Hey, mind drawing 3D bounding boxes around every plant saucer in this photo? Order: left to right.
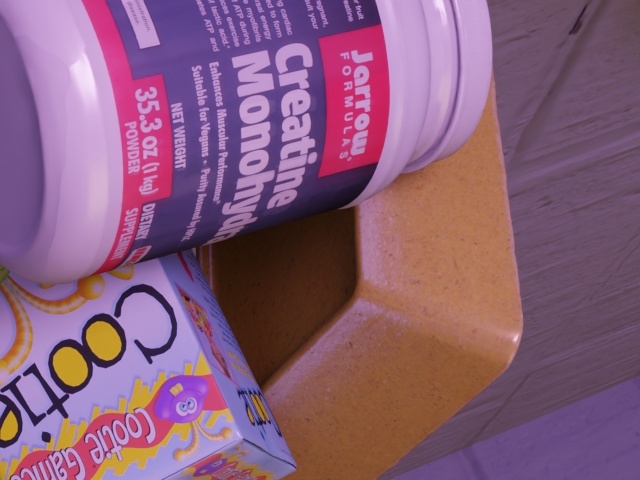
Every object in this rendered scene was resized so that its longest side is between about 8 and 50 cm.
[{"bbox_3d":[0.000,0.000,1.299,0.081,0.333,0.333,13,144,-25],"label":"plant saucer"}]

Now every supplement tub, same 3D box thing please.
[{"bbox_3d":[-0.063,-0.095,1.070,0.272,0.191,0.191,-16,159,-30],"label":"supplement tub"}]

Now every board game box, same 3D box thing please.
[{"bbox_3d":[-0.148,0.042,1.198,0.142,0.275,0.144,-28,162,5],"label":"board game box"}]
